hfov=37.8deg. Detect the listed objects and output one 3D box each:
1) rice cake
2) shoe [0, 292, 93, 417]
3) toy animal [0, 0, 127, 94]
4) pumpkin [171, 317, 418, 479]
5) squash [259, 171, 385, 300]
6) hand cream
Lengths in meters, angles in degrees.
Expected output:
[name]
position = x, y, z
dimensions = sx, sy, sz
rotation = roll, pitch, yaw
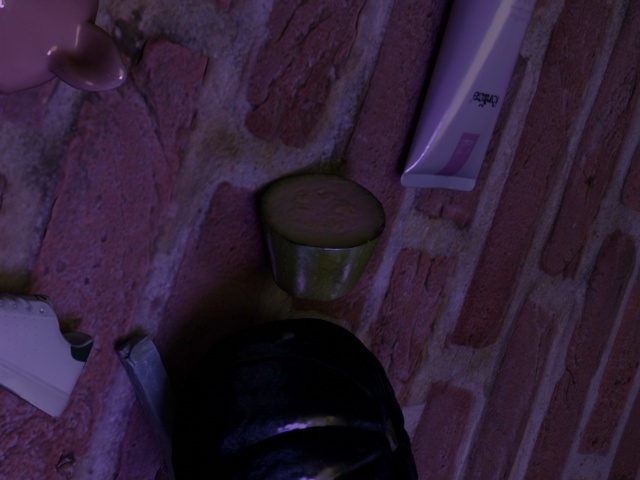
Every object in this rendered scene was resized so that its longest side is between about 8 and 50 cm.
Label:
[rice cake]
position = -0.204, 0.225, 1.210
dimensions = 0.045, 0.042, 0.245
rotation = -38, 127, -34
[shoe]
position = -0.346, 0.088, 0.997
dimensions = 0.110, 0.095, 0.265
rotation = -58, 140, -20
[toy animal]
position = -0.337, -0.175, 0.830
dimensions = 0.269, 0.237, 0.326
rotation = 10, 103, -36
[pumpkin]
position = -0.026, 0.277, 1.189
dimensions = 0.266, 0.363, 0.363
rotation = -22, 131, 14
[squash]
position = 0.000, 0.000, 1.249
dimensions = 0.170, 0.170, 0.123
rotation = -22, 131, -37
[hand cream]
position = 0.229, -0.246, 1.417
dimensions = 0.185, 0.118, 0.359
rotation = -2, 112, -47
